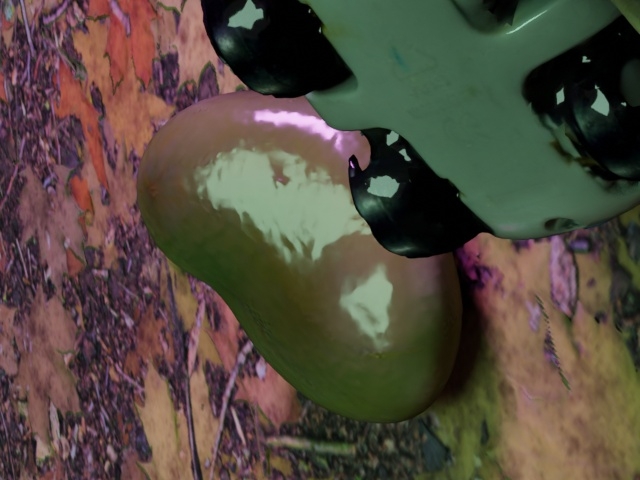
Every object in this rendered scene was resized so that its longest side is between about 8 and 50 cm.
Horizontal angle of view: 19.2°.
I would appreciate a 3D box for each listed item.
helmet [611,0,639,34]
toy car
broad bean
[{"bbox_3d":[0.235,-0.070,0.769,0.137,0.257,0.204,-44,65,10],"label":"helmet"},{"bbox_3d":[0.078,-0.122,0.929,0.188,0.255,0.190,-21,33,39],"label":"toy car"},{"bbox_3d":[0.000,0.000,1.206,0.263,0.121,0.189,44,128,26],"label":"broad bean"}]
